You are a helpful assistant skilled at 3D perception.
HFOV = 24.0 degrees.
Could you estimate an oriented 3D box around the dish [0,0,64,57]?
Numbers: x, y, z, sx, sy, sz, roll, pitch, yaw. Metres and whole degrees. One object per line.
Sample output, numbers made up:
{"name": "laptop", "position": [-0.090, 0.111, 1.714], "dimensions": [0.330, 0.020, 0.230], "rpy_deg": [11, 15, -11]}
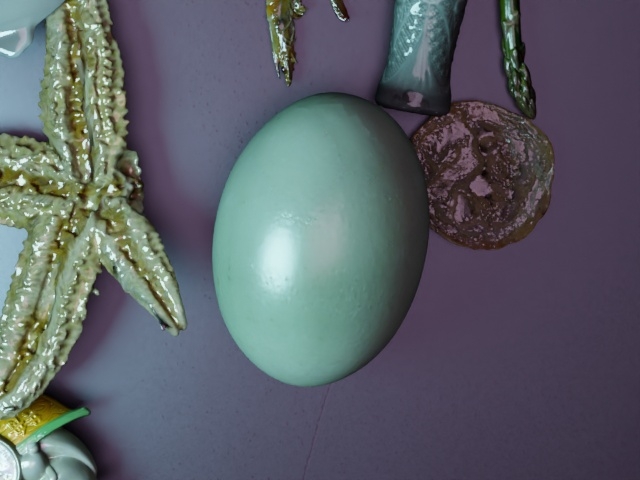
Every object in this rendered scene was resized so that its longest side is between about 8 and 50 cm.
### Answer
{"name": "dish", "position": [-0.331, -0.292, 1.399], "dimensions": [0.228, 0.086, 0.236], "rpy_deg": [-36, 80, 3]}

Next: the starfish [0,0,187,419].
{"name": "starfish", "position": [-0.295, -0.059, 1.455], "dimensions": [0.324, 0.082, 0.432], "rpy_deg": [-21, 87, 8]}

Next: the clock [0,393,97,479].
{"name": "clock", "position": [-0.311, 0.249, 1.487], "dimensions": [0.231, 0.103, 0.144], "rpy_deg": [-41, 89, 1]}

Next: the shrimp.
{"name": "shrimp", "position": [-0.012, -0.210, 1.490], "dimensions": [0.083, 0.023, 0.114], "rpy_deg": [-1, 93, -6]}

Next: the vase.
{"name": "vase", "position": [0.107, -0.233, 1.462], "dimensions": [0.096, 0.096, 0.219], "rpy_deg": [9, 99, -5]}

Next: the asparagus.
{"name": "asparagus", "position": [0.193, -0.237, 1.496], "dimensions": [0.034, 0.027, 0.236], "rpy_deg": [-6, 97, -15]}

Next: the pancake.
{"name": "pancake", "position": [0.161, -0.065, 1.516], "dimensions": [0.158, 0.028, 0.158], "rpy_deg": [0, 95, -6]}

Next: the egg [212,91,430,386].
{"name": "egg", "position": [0.000, 0.000, 1.425], "dimensions": [0.203, 0.203, 0.282], "rpy_deg": [9, 101, -5]}
